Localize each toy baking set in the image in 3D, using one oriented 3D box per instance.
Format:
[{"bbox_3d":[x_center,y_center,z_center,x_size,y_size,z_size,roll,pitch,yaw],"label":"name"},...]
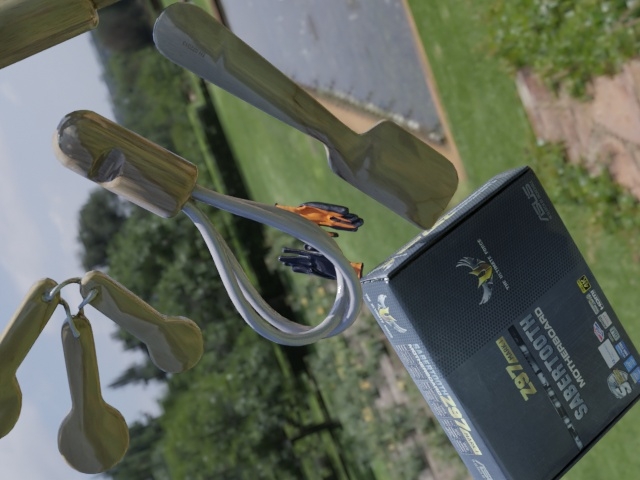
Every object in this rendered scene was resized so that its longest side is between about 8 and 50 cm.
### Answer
[{"bbox_3d":[-0.082,-0.018,0.516,0.197,0.256,0.030,62,175,-15],"label":"toy baking set"}]

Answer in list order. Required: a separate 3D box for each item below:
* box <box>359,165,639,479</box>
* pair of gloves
[{"bbox_3d":[0.162,0.081,1.077,0.233,0.183,0.059,59,153,-8],"label":"box"},{"bbox_3d":[0.000,0.000,1.040,0.010,0.074,0.083,-70,-17,-45],"label":"pair of gloves"}]
